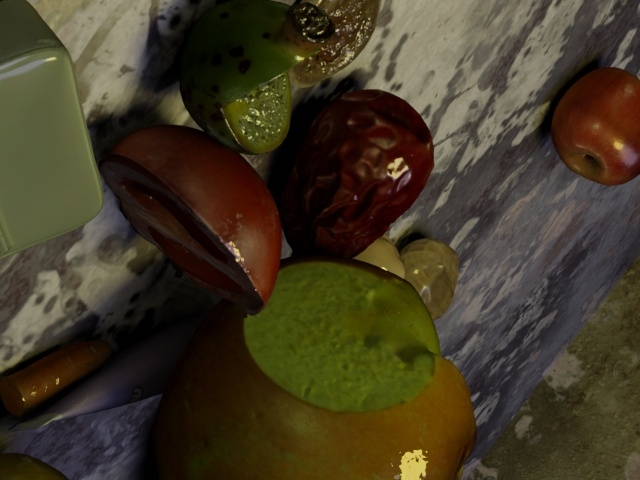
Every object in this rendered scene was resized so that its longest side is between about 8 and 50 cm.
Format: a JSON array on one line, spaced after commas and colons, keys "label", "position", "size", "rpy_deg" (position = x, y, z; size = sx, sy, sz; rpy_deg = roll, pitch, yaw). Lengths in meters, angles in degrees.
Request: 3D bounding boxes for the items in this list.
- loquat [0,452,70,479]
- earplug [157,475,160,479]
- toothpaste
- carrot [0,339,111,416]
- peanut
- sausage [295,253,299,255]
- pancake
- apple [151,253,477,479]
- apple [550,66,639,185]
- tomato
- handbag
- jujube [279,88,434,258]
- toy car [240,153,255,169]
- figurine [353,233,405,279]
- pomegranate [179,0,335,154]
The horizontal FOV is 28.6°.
[{"label": "loquat", "position": [-0.353, 0.339, 1.343], "size": [0.213, 0.213, 0.246], "rpy_deg": [-27, 174, -43]}, {"label": "earplug", "position": [-0.144, 0.387, 1.798], "size": [0.215, 0.215, 0.456], "rpy_deg": [-33, 149, -34]}, {"label": "toothpaste", "position": [-0.218, 0.152, 1.439], "size": [0.125, 0.080, 0.371], "rpy_deg": [-13, -176, 39]}, {"label": "carrot", "position": [-0.282, 0.139, 1.350], "size": [0.139, 0.048, 0.048], "rpy_deg": [-31, 151, -46]}, {"label": "peanut", "position": [0.134, 0.102, 1.970], "size": [0.233, 0.110, 0.197], "rpy_deg": [-50, 162, 2]}, {"label": "sausage", "position": [0.000, 0.000, 1.638], "size": [0.030, 0.035, 0.147], "rpy_deg": [6, 138, -25]}, {"label": "pancake", "position": [0.012, -0.227, 1.341], "size": [0.151, 0.025, 0.152], "rpy_deg": [-40, 154, -24]}, {"label": "apple", "position": [0.011, 0.210, 1.410], "size": [0.384, 0.374, 0.374], "rpy_deg": [-52, 158, -10]}, {"label": "apple", "position": [0.474, -0.192, 2.067], "size": [0.199, 0.199, 0.199], "rpy_deg": [-40, 156, -22]}, {"label": "tomato", "position": [-0.103, -0.031, 1.220], "size": [0.112, 0.199, 0.228], "rpy_deg": [-49, 163, -16]}, {"label": "handbag", "position": [-0.291, -0.060, 0.992], "size": [0.219, 0.079, 0.256], "rpy_deg": [-29, 151, -19]}, {"label": "jujube", "position": [0.038, -0.071, 1.479], "size": [0.155, 0.155, 0.230], "rpy_deg": [-27, 155, -43]}, {"label": "toy car", "position": [-0.094, -0.017, 1.407], "size": [0.090, 0.076, 0.224], "rpy_deg": [-42, 157, -14]}, {"label": "figurine", "position": [0.028, 0.068, 1.747], "size": [0.196, 0.114, 0.108], "rpy_deg": [-44, -177, 14]}, {"label": "pomegranate", "position": [-0.064, -0.169, 1.160], "size": [0.143, 0.122, 0.169], "rpy_deg": [-40, 164, -38]}]
